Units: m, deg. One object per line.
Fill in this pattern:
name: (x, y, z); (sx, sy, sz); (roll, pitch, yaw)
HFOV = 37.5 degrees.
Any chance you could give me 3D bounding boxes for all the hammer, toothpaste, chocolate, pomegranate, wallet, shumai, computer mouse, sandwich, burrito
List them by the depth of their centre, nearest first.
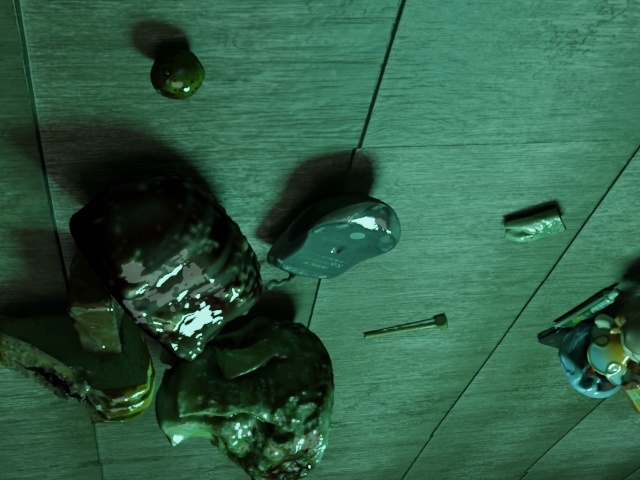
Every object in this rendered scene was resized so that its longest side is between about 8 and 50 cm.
pomegranate: (-0.195, -0.222, 1.280); (0.073, 0.073, 0.084); (-2, 165, -12)
chocolate: (-0.225, 0.025, 1.536); (0.210, 0.225, 0.340); (-32, 128, 5)
computer mouse: (0.000, 0.000, 1.699); (0.167, 0.090, 0.379); (18, 147, -30)
chocolate: (-0.407, 0.111, 1.718); (0.093, 0.148, 0.214); (2, 147, -8)
sandwich: (-0.466, 0.238, 1.799); (0.288, 0.254, 0.099); (-2, 131, -18)
burrito: (0.409, -0.026, 1.807); (0.118, 0.044, 0.074); (-18, 153, 8)
shumai: (-0.179, 0.334, 1.957); (0.348, 0.395, 0.395); (7, 147, -29)
hammer: (0.197, 0.206, 2.173); (0.195, 0.028, 0.060); (-10, 157, 7)
toothpaste: (0.623, 0.161, 2.199); (0.049, 0.031, 0.204); (8, 148, -26)
wallet: (0.610, 0.246, 2.353); (0.156, 0.018, 0.082); (19, 139, -40)

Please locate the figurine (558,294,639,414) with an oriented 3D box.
figurine: (0.740, 0.227, 2.114); (0.248, 0.277, 0.388); (-19, 165, -21)
